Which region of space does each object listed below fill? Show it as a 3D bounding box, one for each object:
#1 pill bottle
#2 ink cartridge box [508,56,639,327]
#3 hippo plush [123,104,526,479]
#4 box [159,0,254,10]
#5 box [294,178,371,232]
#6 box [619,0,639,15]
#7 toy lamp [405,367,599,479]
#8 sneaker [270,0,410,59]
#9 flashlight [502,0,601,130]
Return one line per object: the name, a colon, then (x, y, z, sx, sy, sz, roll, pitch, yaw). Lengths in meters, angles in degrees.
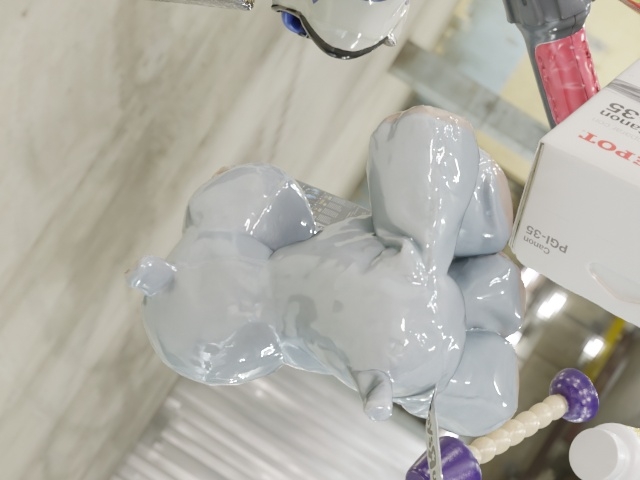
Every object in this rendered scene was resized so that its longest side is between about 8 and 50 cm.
pill bottle: (0.269, 0.198, 1.288, 0.116, 0.065, 0.065, 20, 104, -53)
ink cartridge box: (0.316, -0.049, 1.167, 0.283, 0.207, 0.117, -37, 148, -43)
hippo plush: (0.003, 0.057, 1.033, 0.234, 0.236, 0.294, 58, 37, -45)
box: (-0.127, -0.269, 1.137, 0.093, 0.158, 0.156, -43, 139, -83)
box: (0.000, 0.000, 1.582, 0.232, 0.183, 0.059, -56, 168, -75)
box: (0.090, -0.093, 0.387, 0.058, 0.232, 0.087, -55, -151, 13)
toy lamp: (0.214, 0.236, 1.699, 0.275, 0.080, 0.080, -21, 157, -34)
sneaker: (0.023, -0.256, 1.117, 0.182, 0.127, 0.315, 116, -14, -49)
flashlight: (0.244, -0.125, 1.334, 0.103, 0.304, 0.103, -7, -155, 28)
